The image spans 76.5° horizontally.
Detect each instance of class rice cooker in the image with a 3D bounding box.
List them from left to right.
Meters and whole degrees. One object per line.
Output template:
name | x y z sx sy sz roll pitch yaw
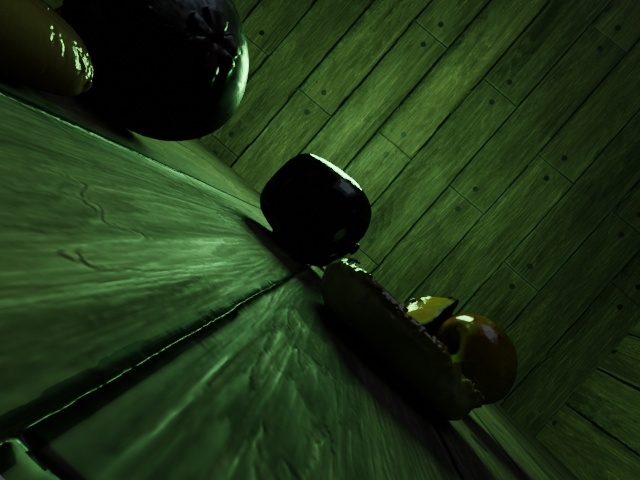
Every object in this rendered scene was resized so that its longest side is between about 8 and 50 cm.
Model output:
rice cooker | -0.004 -0.070 1.039 0.224 0.267 0.267 43 2 29

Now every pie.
pie | 0.116 0.157 0.663 0.315 0.092 0.315 44 -3 3

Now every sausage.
sausage | -0.298 -0.201 0.332 0.086 0.086 0.289 41 0 4

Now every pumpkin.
pumpkin | 0.200 0.207 0.976 0.253 0.131 0.149 7 29 5

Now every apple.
apple | 0.337 0.267 0.902 0.196 0.196 0.196 41 1 -1

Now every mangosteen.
mangosteen | -0.296 -0.327 0.718 0.346 0.307 0.307 7 -21 36
